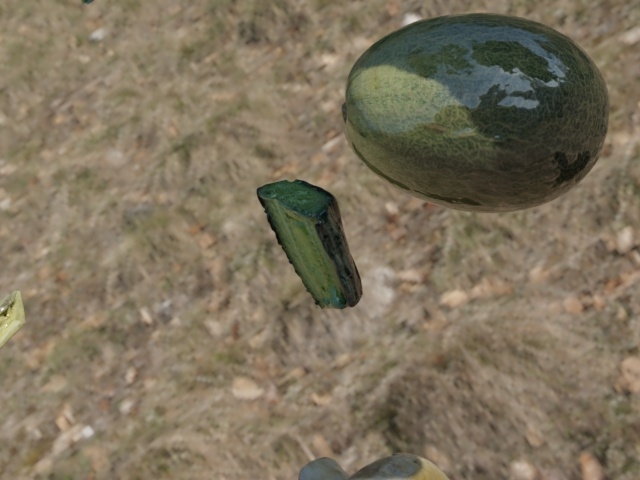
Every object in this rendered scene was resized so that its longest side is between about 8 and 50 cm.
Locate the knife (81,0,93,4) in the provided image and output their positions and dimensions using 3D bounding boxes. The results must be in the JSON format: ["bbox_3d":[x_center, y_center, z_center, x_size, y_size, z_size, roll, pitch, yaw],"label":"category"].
[{"bbox_3d":[-0.132,-0.261,0.987,0.184,0.022,0.026,-52,31,-5],"label":"knife"}]

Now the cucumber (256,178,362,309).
[{"bbox_3d":[0.000,0.000,1.685,0.085,0.193,0.115,-25,9,-35],"label":"cucumber"}]

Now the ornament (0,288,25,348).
[{"bbox_3d":[-0.473,0.125,1.725,0.201,0.059,0.180,-24,20,41],"label":"ornament"}]

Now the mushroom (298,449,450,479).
[{"bbox_3d":[0.067,0.435,1.914,0.292,0.293,0.290,-36,44,-14],"label":"mushroom"}]

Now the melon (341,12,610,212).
[{"bbox_3d":[0.190,-0.157,1.508,0.329,0.249,0.248,6,11,-1],"label":"melon"}]
